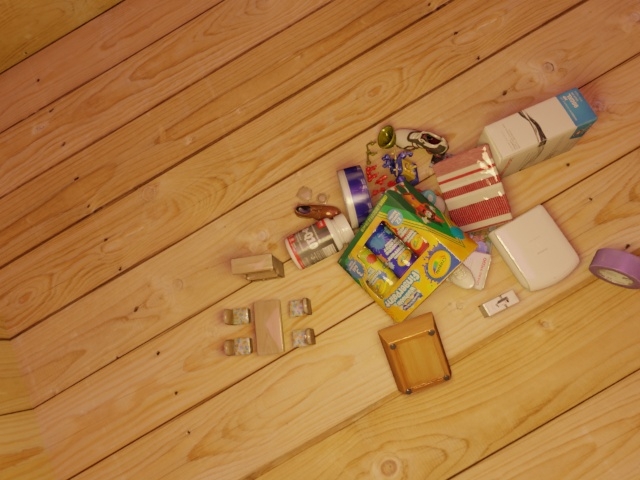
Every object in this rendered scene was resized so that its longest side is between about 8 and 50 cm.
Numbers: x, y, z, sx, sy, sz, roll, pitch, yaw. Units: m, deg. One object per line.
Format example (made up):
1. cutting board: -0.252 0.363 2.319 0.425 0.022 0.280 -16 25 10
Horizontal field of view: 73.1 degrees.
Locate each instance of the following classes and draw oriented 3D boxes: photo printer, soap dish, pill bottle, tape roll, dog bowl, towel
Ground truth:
1. photo printer: 0.880 0.041 1.772 0.256 0.107 0.307 -29 78 -1
2. soap dish: 0.378 0.452 1.699 0.229 0.118 0.290 -20 105 3
3. pill bottle: 0.000 0.000 1.894 0.283 0.161 0.161 -27 75 2
4. tape roll: 1.161 0.110 1.679 0.189 0.189 0.080 27 83 13
5. dog bowl: 0.151 -0.186 1.861 0.104 0.265 0.264 -15 75 3
6. towel: 0.628 -0.203 1.786 0.237 0.037 0.328 -18 97 32

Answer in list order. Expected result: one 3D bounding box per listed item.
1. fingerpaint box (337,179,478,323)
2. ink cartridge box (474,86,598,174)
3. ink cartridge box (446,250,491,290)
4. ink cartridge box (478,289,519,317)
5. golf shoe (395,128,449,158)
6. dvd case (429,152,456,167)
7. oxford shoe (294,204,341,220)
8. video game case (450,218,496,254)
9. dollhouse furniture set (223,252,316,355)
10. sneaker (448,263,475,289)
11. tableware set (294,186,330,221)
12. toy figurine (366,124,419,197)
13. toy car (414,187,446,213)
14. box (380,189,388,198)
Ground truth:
1. fingerpaint box: 0.317 0.058 1.693 0.371 0.444 0.163 46 46 14
2. ink cartridge box: 0.866 -0.421 1.795 0.395 0.285 0.166 -23 74 2
3. ink cartridge box: 0.584 0.107 1.806 0.213 0.093 0.154 15 92 13
4. ink cartridge box: 0.724 0.259 1.758 0.135 0.099 0.056 -27 74 1
5. golf shoe: 0.447 -0.463 1.951 0.273 0.120 0.105 19 82 19
6. dvd case: 0.565 -0.360 1.968 0.120 0.013 0.087 19 81 12
7. oxford shoe: -0.014 -0.128 1.956 0.212 0.076 0.076 1 82 5
8. video game case: 0.654 -0.033 1.874 0.194 0.023 0.212 14 79 11
9. dollhouse furniture set: -0.236 0.276 1.818 0.362 0.256 0.393 -9 76 7
10. sneaker: 0.524 0.103 1.712 0.090 0.115 0.232 -42 81 9
11. tableware set: -0.041 -0.168 2.011 0.169 0.020 0.141 18 86 9
12. toy figurine: 0.347 -0.320 1.946 0.217 0.191 0.362 22 48 -27
13. toy car: 0.457 -0.153 1.858 0.238 0.219 0.210 -32 105 -32
14. box: 0.334 -0.044 1.787 0.201 0.293 0.057 24 37 31
